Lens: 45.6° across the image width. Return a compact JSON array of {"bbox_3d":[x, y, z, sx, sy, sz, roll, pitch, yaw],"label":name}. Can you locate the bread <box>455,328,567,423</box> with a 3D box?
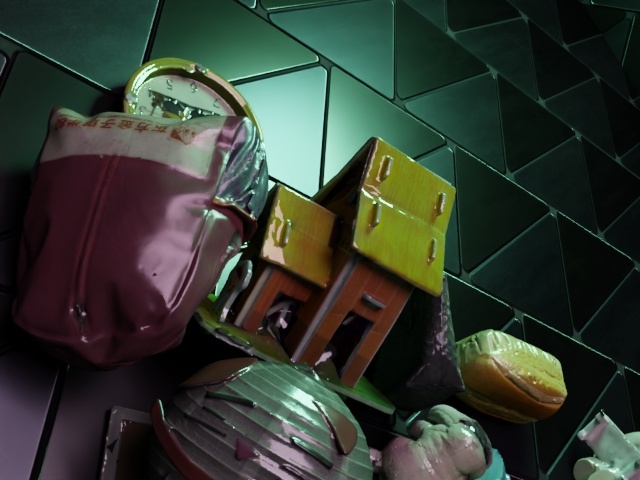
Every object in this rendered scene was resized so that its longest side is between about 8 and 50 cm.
[{"bbox_3d":[0.324,0.242,1.313,0.236,0.140,0.106,25,47,-30],"label":"bread"}]

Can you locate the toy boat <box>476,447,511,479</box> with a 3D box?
[{"bbox_3d":[0.237,0.408,1.187,0.215,0.088,0.102,-34,125,-49],"label":"toy boat"}]

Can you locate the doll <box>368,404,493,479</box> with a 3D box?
[{"bbox_3d":[0.156,0.328,1.092,0.192,0.095,0.149,-35,83,-5],"label":"doll"}]

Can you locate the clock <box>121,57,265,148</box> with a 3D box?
[{"bbox_3d":[-0.194,-0.165,1.142,0.237,0.057,0.237,21,52,-30],"label":"clock"}]

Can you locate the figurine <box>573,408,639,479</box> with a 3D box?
[{"bbox_3d":[0.607,0.425,1.480,0.256,0.182,0.144,20,95,-42],"label":"figurine"}]

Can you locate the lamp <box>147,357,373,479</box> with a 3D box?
[{"bbox_3d":[-0.065,0.244,0.849,0.265,0.233,0.233,27,46,-1],"label":"lamp"}]

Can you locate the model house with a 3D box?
[{"bbox_3d":[0.000,0.000,1.064,0.300,0.340,0.323,30,93,-26],"label":"model house"}]

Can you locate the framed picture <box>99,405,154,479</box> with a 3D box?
[{"bbox_3d":[-0.143,0.329,0.912,0.273,0.016,0.216,24,51,-31],"label":"framed picture"}]

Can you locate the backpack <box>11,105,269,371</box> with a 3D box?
[{"bbox_3d":[-0.216,0.000,0.886,0.197,0.283,0.317,69,26,-58],"label":"backpack"}]

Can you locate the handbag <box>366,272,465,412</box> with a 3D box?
[{"bbox_3d":[0.134,0.157,1.122,0.088,0.270,0.175,6,67,-13],"label":"handbag"}]

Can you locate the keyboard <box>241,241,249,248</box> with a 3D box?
[{"bbox_3d":[-0.133,-0.008,1.131,0.129,0.015,0.049,-10,72,-46],"label":"keyboard"}]
